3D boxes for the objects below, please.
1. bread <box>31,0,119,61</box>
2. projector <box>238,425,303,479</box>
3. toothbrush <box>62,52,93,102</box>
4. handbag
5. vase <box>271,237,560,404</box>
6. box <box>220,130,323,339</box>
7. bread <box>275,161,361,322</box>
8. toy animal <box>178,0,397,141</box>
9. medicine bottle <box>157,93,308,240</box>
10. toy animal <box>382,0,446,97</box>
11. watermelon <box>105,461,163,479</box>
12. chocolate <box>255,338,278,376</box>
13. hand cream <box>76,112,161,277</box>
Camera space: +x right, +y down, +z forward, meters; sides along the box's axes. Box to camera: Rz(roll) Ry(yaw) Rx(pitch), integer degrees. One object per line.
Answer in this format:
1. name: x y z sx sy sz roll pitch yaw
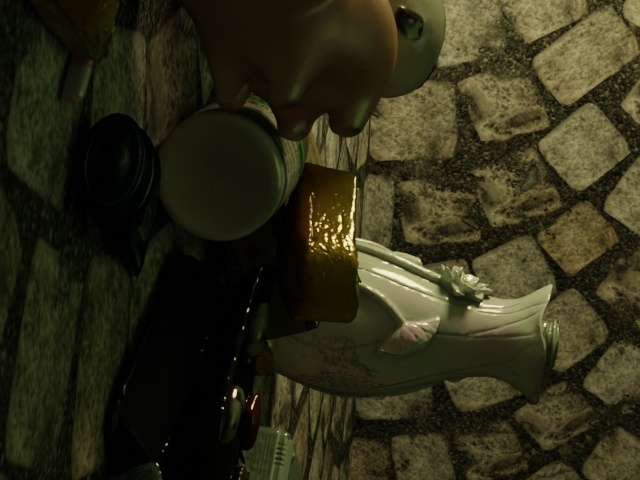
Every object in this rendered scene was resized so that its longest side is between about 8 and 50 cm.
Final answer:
1. bread: -0.183 -0.223 1.197 0.154 0.054 0.136 79 15 -73
2. projector: -0.082 0.395 2.184 0.257 0.099 0.192 82 17 -59
3. toothbrush: -0.181 -0.232 1.320 0.025 0.020 0.286 70 24 -53
4. handbag: -0.127 0.214 1.665 0.303 0.122 0.329 -75 169 -53
5. vase: 0.142 0.133 2.377 0.250 0.445 0.250 7 90 -82
6. box: -0.048 -0.022 1.994 0.310 0.084 0.198 -66 140 -68
7. bread: 0.000 0.000 1.749 0.245 0.094 0.102 -89 -172 -56
8. toy animal: -0.033 -0.250 1.502 0.326 0.237 0.269 34 55 -63
9. medicine bottle: -0.086 -0.088 1.670 0.237 0.139 0.139 -51 146 -73
10. toy animal: 0.021 -0.281 1.899 0.212 0.266 0.213 0 90 -81
11. watermelon: -0.181 0.360 1.458 0.226 0.148 0.318 -124 -158 -74
12. chocolate: -0.085 0.080 2.063 0.219 0.085 0.086 -82 173 -50
13. hand cream: -0.171 -0.042 1.413 0.270 0.061 0.120 80 18 -80
